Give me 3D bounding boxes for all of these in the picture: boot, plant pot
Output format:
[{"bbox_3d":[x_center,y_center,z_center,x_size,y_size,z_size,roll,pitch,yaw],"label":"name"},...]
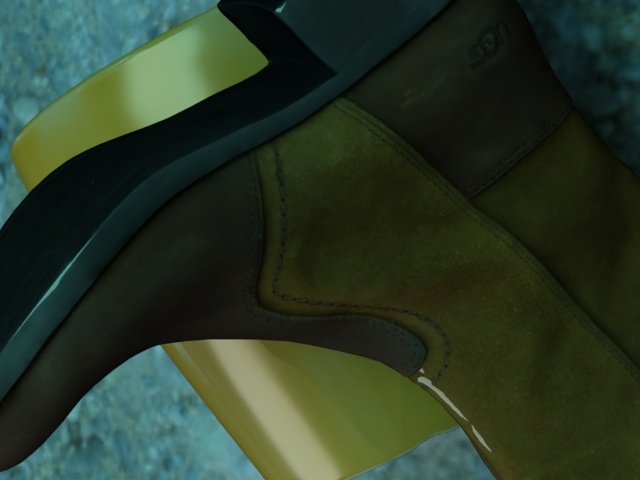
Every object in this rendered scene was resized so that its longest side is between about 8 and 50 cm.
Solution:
[{"bbox_3d":[0.027,0.048,0.692,0.264,0.280,0.096,-50,23,-10],"label":"boot"},{"bbox_3d":[0.000,0.000,0.795,0.205,0.205,0.188,-28,87,32],"label":"plant pot"}]
